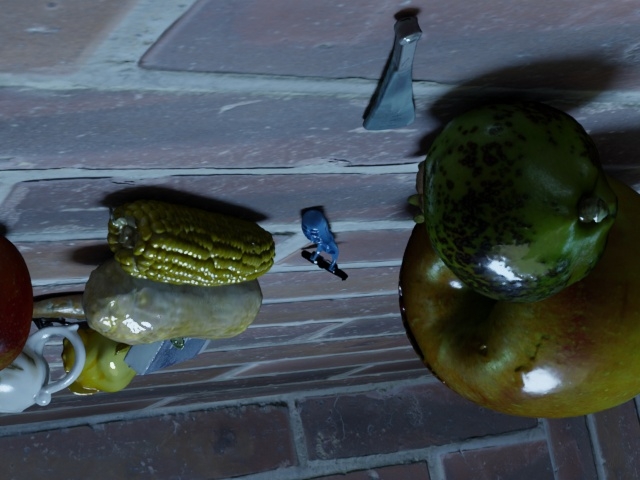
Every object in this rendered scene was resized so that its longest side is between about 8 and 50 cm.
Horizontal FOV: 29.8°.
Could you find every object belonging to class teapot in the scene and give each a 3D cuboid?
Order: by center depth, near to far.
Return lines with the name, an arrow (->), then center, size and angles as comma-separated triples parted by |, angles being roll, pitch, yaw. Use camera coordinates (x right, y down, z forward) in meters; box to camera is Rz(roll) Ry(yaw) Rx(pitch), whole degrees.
teapot -> -0.512, 0.196, 1.871 | 0.298, 0.139, 0.204 | 2, 166, 2

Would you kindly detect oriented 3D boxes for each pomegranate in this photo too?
pomegranate -> 0.206, -0.055, 1.331 | 0.204, 0.221, 0.276 | -18, -160, 0

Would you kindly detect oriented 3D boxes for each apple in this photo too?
apple -> -0.427, 0.073, 1.421 | 0.181, 0.168, 0.181 | -14, 161, -5
apple -> 0.309, 0.061, 1.643 | 0.374, 0.374, 0.384 | 1, -167, -41

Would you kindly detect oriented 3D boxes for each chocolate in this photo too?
chocolate -> -0.211, 0.081, 1.708 | 0.134, 0.134, 0.309 | -21, 167, 39

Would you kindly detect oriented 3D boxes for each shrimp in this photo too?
shrimp -> -0.373, 0.118, 1.921 | 0.219, 0.046, 0.152 | -1, 164, -25

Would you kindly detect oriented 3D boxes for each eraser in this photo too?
eraser -> -0.243, 0.164, 2.039 | 0.091, 0.046, 0.212 | -57, 163, 18

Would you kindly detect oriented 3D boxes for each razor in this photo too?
razor -> 0.000, 0.000, 1.716 | 0.082, 0.042, 0.253 | 30, 171, 12

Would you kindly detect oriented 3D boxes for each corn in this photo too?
corn -> -0.156, 0.010, 1.493 | 0.102, 0.101, 0.310 | -16, 165, 26

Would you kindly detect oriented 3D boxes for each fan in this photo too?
fan -> 0.078, -0.153, 1.149 | 0.057, 0.023, 0.282 | -8, 169, -4

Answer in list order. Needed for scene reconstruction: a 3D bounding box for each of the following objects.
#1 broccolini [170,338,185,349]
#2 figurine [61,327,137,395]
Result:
broccolini -> -0.219, 0.133, 1.880 | 0.071, 0.057, 0.254 | -41, -165, 6
figurine -> -0.343, 0.193, 2.139 | 0.246, 0.131, 0.156 | -16, -174, -22
